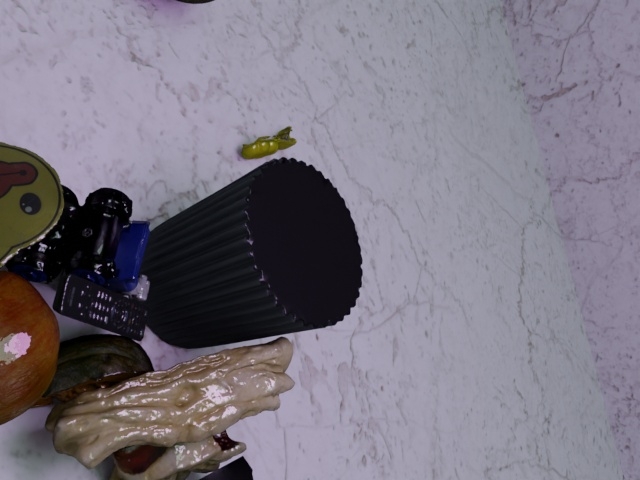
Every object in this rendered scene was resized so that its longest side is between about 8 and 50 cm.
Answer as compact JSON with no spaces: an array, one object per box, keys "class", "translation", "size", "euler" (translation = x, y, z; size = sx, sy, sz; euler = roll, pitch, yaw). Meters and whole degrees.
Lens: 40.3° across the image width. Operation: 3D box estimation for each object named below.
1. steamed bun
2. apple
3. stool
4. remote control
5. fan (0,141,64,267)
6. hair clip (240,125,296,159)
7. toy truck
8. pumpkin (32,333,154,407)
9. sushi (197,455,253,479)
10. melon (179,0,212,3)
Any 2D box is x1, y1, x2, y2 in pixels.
[{"class":"steamed bun","translation":[-0.239,0.312,1.415],"size":[0.428,0.247,0.189],"euler":[-12,76,-40]},{"class":"apple","translation":[-0.467,0.152,1.207],"size":[0.188,0.211,0.211],"euler":[-35,102,-41]},{"class":"stool","translation":[-0.140,0.045,1.547],"size":[0.297,0.330,0.297],"euler":[24,57,-43]},{"class":"remote control","translation":[-0.328,0.106,1.330],"size":[0.245,0.025,0.063],"euler":[45,57,-66]},{"class":"fan","translation":[-0.518,-0.100,1.329],"size":[0.229,0.011,0.335],"euler":[-10,60,-20]},{"class":"hair clip","translation":[-0.116,-0.207,1.900],"size":[0.046,0.072,0.173],"euler":[65,29,-3]},{"class":"toy truck","translation":[-0.380,0.020,1.390],"size":[0.177,0.213,0.161],"euler":[84,13,-57]},{"class":"pumpkin","translation":[-0.331,0.188,1.394],"size":[0.278,0.163,0.111],"euler":[4,68,-51]},{"class":"sushi","translation":[-0.163,0.501,1.471],"size":[0.153,0.150,0.172],"euler":[-20,60,-39]},{"class":"melon","translation":[-0.286,-0.612,1.728],"size":[0.301,0.237,0.238],"euler":[38,49,-34]}]
